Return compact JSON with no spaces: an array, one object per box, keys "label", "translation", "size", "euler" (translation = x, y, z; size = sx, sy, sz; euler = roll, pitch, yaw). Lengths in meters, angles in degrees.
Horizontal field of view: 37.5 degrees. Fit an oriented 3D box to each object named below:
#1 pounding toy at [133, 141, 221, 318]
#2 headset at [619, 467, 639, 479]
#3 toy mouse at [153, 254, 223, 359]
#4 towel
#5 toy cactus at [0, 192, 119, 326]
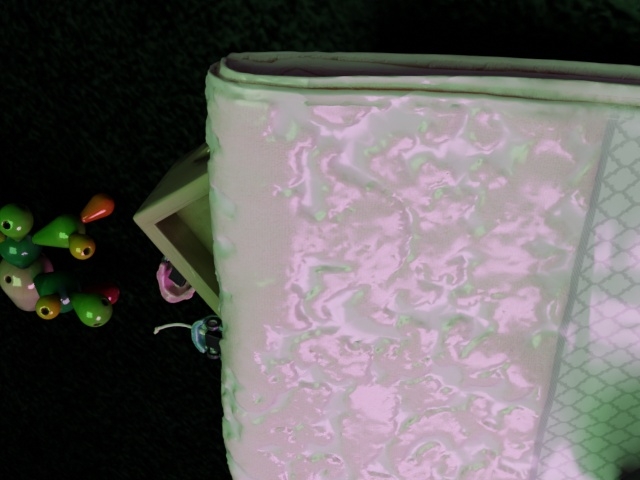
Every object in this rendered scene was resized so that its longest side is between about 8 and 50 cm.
[{"label":"pounding toy","translation":[0.011,0.001,0.669],"size":[0.181,0.094,0.206],"euler":[-26,113,32]},{"label":"headset","translation":[0.285,0.247,0.578],"size":[0.243,0.185,0.394],"euler":[1,144,8]},{"label":"toy mouse","translation":[-0.093,0.051,0.802],"size":[0.143,0.031,0.161],"euler":[-29,104,41]},{"label":"towel","translation":[0.091,0.045,0.589],"size":[0.316,0.053,0.332],"euler":[2,126,0]},{"label":"toy cactus","translation":[-0.264,0.004,0.845],"size":[0.219,0.112,0.180],"euler":[32,151,5]}]
